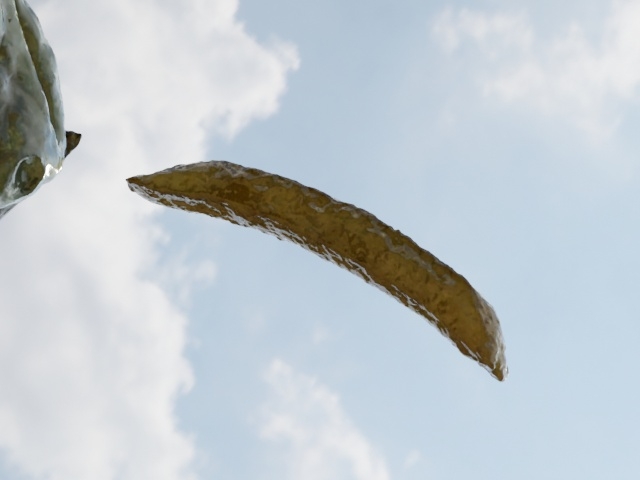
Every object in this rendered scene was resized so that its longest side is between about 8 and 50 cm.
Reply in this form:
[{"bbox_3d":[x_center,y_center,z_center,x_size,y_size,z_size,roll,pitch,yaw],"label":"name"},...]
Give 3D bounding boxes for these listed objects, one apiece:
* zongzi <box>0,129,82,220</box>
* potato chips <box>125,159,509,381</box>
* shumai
[{"bbox_3d":[-0.392,-0.061,1.384,0.432,0.403,0.207,-24,-68,6],"label":"zongzi"},{"bbox_3d":[0.000,0.000,1.382,0.407,0.080,0.057,26,-7,21],"label":"potato chips"},{"bbox_3d":[-0.258,-0.133,1.052,0.222,0.225,0.261,-30,-63,33],"label":"shumai"}]
